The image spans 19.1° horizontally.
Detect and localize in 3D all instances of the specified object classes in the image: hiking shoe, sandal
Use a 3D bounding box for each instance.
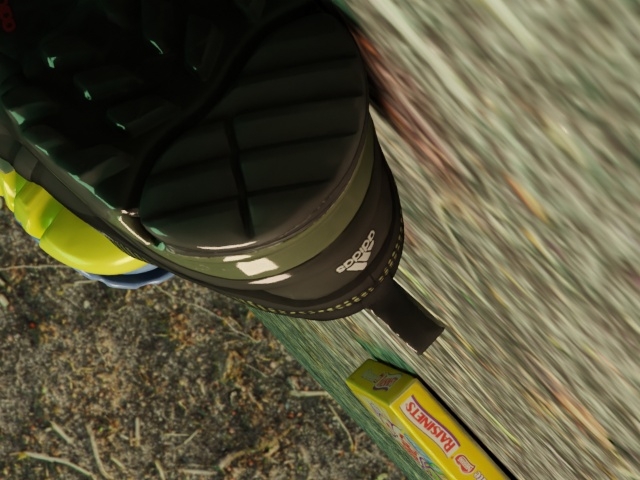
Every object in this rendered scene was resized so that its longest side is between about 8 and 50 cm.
[{"bbox_3d":[-0.065,-0.047,0.473,0.227,0.086,0.114,42,171,33],"label":"hiking shoe"},{"bbox_3d":[-0.181,-0.068,1.210,0.317,0.126,0.138,45,180,29],"label":"sandal"}]

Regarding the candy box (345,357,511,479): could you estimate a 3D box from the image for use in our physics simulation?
[{"bbox_3d":[0.068,0.118,1.108,0.105,0.027,0.206,50,175,-3],"label":"candy box"}]

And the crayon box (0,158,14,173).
[{"bbox_3d":[-0.229,-0.189,0.766,0.323,0.083,0.203,43,175,28],"label":"crayon box"}]
